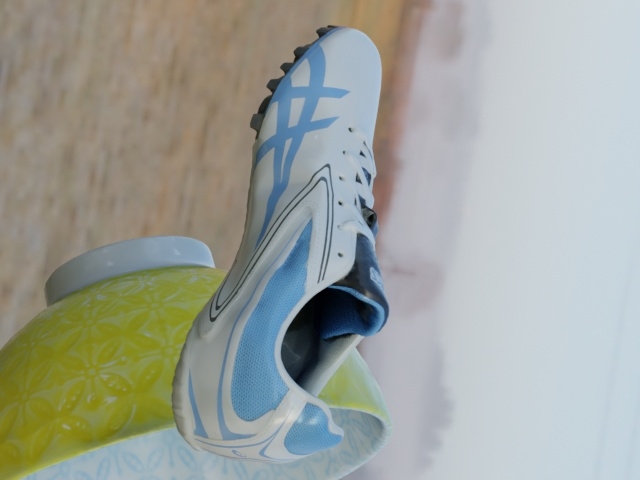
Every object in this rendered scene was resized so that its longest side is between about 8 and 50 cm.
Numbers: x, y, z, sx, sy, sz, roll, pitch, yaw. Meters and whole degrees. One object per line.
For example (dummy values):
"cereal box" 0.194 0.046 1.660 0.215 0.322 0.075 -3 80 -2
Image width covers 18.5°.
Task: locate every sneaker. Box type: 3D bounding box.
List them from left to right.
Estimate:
"sneaker" 0.000 0.000 0.919 0.085 0.086 0.237 73 28 -53

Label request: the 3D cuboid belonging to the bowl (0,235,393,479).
"bowl" -0.111 0.090 1.288 0.289 0.289 0.156 102 -25 -69
